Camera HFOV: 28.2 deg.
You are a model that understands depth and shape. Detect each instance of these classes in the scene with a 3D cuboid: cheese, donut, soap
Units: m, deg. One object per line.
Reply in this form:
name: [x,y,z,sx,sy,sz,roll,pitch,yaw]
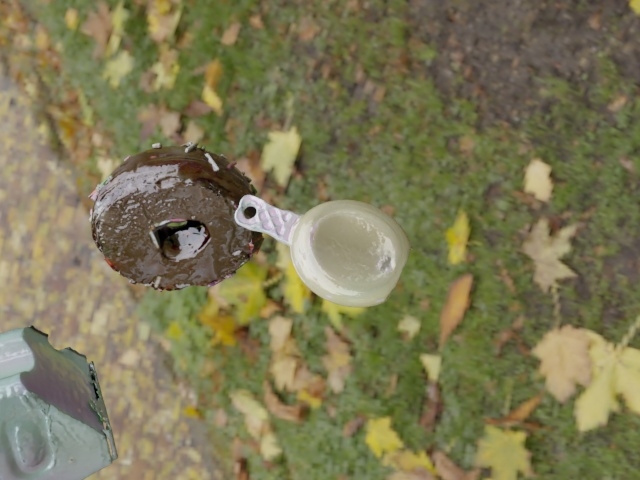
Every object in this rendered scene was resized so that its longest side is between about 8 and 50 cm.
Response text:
cheese: [0.000,0.000,1.627,0.064,0.227,0.137,111,-178,-73]
donut: [-0.214,-0.036,1.913,0.270,0.270,0.103,-43,34,33]
soap: [-0.554,0.298,1.969,0.156,0.446,0.261,-120,20,-49]
